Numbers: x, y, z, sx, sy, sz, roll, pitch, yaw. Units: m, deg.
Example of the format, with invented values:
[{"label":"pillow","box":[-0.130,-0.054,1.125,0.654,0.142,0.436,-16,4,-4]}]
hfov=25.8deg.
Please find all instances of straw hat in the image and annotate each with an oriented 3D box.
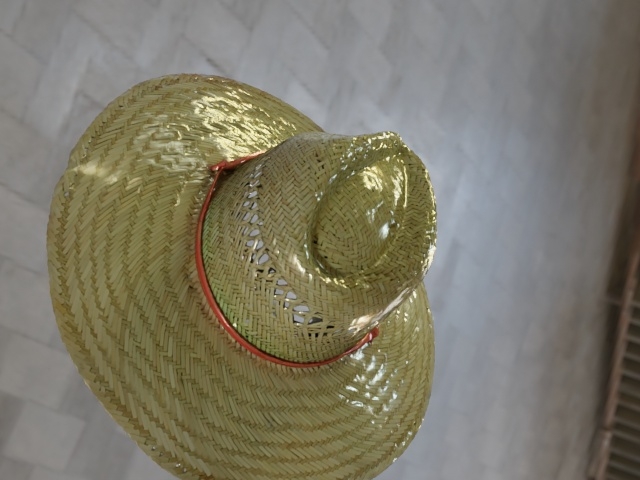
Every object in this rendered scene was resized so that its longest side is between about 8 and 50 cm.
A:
[{"label":"straw hat","box":[0.000,0.000,0.388,0.144,0.061,0.144,23,50,-31]}]
